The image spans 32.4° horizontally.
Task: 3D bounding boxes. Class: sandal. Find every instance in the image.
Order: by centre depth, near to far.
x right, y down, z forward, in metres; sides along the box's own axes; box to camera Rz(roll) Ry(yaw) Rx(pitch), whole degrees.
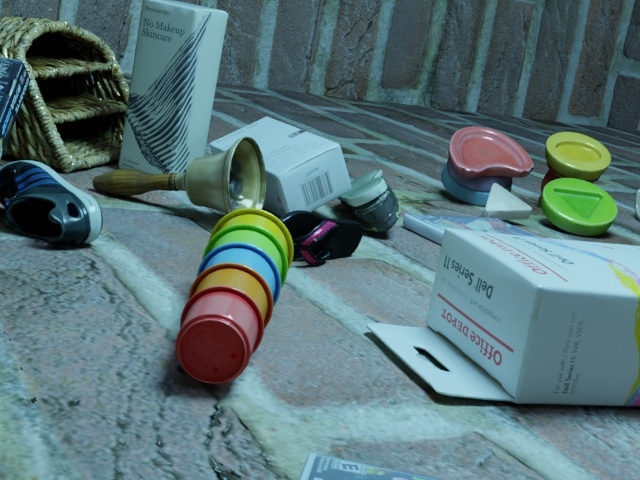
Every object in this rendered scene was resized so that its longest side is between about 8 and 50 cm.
[{"bbox_3d":[0.000,0.000,1.379,0.179,0.067,0.040,-1,28,-47],"label":"sandal"}]

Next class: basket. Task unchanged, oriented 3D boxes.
[{"bbox_3d":[-0.422,-0.247,1.791,0.223,0.213,0.299,13,14,16],"label":"basket"}]

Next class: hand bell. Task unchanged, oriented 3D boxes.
[{"bbox_3d":[-0.210,-0.083,1.544,0.242,0.126,0.126,2,10,21],"label":"hand bell"}]

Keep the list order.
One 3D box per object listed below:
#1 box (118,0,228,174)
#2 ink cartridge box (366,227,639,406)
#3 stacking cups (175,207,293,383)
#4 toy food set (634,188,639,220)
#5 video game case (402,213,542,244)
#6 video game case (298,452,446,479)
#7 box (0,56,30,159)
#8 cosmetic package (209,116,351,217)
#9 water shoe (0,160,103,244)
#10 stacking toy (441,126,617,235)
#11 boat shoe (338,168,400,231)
[{"bbox_3d":[-0.234,-0.236,1.739,0.113,0.275,0.094,16,15,26],"label":"box"},{"bbox_3d":[0.246,0.074,1.106,0.353,0.119,0.207,4,14,-21],"label":"ink cartridge box"},{"bbox_3d":[-0.088,0.045,1.055,0.096,0.096,0.316,10,14,2],"label":"stacking cups"},{"bbox_3d":[0.731,-0.040,2.000,0.219,0.092,0.306,8,14,-7],"label":"toy food set"},{"bbox_3d":[0.252,-0.002,1.651,0.183,0.023,0.201,2,15,-31],"label":"video game case"},{"bbox_3d":[0.062,0.193,0.685,0.173,0.022,0.190,11,13,5],"label":"video game case"},{"bbox_3d":[-0.552,-0.194,1.584,0.220,0.175,0.051,10,-27,3],"label":"box"},{"bbox_3d":[-0.065,-0.114,1.681,0.117,0.085,0.231,-29,31,-23],"label":"cosmetic package"},{"bbox_3d":[-0.346,-0.049,1.314,0.203,0.073,0.080,19,18,38],"label":"water shoe"},{"bbox_3d":[0.373,-0.074,1.974,0.309,0.130,0.279,5,40,-8],"label":"stacking toy"},{"bbox_3d":[0.075,-0.058,1.675,0.081,0.069,0.228,-30,9,4],"label":"boat shoe"}]
